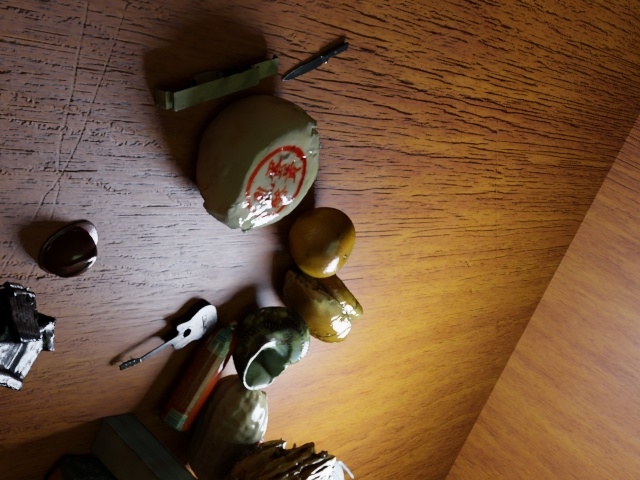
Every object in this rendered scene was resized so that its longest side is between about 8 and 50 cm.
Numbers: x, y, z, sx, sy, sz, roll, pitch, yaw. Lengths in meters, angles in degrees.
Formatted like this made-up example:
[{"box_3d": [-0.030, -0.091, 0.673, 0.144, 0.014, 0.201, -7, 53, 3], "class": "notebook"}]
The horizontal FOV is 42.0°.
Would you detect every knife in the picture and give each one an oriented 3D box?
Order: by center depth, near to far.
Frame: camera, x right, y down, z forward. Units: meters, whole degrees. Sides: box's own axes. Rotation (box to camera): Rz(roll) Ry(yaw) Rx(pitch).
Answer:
[{"box_3d": [-0.008, -0.341, 1.597, 0.170, 0.010, 0.023, -33, 136, -27], "class": "knife"}]

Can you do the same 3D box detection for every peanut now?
[{"box_3d": [-0.220, 0.452, 1.926, 0.340, 0.158, 0.174, -64, 176, 22], "class": "peanut"}]

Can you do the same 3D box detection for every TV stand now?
[{"box_3d": [-0.168, -0.273, 1.427, 0.249, 0.042, 0.036, -26, 134, -37], "class": "TV stand"}, {"box_3d": [-0.341, 0.462, 1.664, 0.083, 0.269, 0.088, 2, 118, -52], "class": "TV stand"}]

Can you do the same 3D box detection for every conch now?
[{"box_3d": [-0.112, 0.235, 1.864, 0.181, 0.124, 0.187, 15, 99, -38], "class": "conch"}]

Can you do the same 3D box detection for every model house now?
[{"box_3d": [-0.513, 0.149, 1.327, 0.203, 0.141, 0.164, 84, 25, -73], "class": "model house"}, {"box_3d": [-0.450, 0.613, 1.656, 0.184, 0.291, 0.253, 24, 100, -52], "class": "model house"}]

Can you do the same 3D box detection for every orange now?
[{"box_3d": [0.000, 0.000, 1.803, 0.159, 0.136, 0.159, -52, 163, -23], "class": "orange"}]

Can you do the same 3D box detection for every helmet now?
[{"box_3d": [-0.404, 0.024, 1.383, 0.111, 0.057, 0.089, -38, 142, -23], "class": "helmet"}]

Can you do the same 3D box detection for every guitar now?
[{"box_3d": [-0.309, 0.201, 1.696, 0.233, 0.025, 0.088, -29, 140, -32], "class": "guitar"}]

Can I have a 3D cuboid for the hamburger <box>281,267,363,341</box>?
[{"box_3d": [0.008, 0.152, 1.934, 0.144, 0.157, 0.283, -48, 149, -10], "class": "hamburger"}]

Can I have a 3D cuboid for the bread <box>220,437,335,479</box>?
[{"box_3d": [-0.143, 0.578, 1.853, 0.324, 0.167, 0.277, -53, 158, 25], "class": "bread"}]

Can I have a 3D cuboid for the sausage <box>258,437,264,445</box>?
[{"box_3d": [-0.234, 0.593, 2.105, 0.274, 0.074, 0.074, -47, 147, -11], "class": "sausage"}]

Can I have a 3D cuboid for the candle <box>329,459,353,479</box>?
[{"box_3d": [-0.055, 0.724, 2.324, 0.342, 0.221, 0.221, -43, 146, -23], "class": "candle"}]

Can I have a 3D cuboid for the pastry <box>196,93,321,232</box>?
[{"box_3d": [-0.111, -0.142, 1.540, 0.265, 0.133, 0.264, -37, 146, -31], "class": "pastry"}]

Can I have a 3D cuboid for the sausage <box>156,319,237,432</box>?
[{"box_3d": [-0.251, 0.285, 1.796, 0.264, 0.083, 0.083, -58, 147, 3], "class": "sausage"}]
